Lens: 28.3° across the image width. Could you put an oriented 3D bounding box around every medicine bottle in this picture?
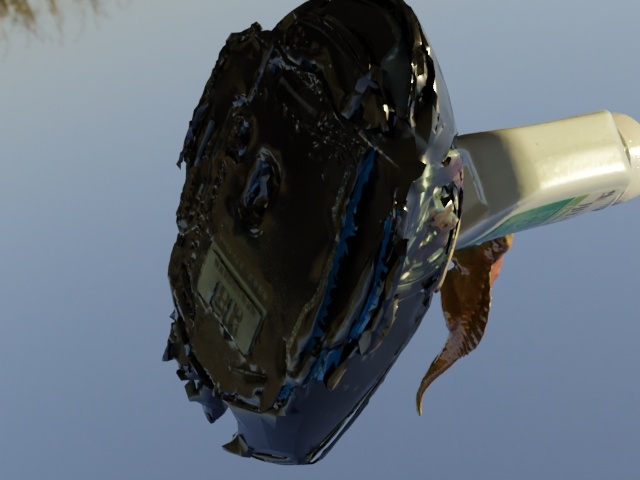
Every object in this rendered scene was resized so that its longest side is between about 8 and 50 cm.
[{"bbox_3d":[0.142,-0.043,0.845,0.183,0.069,0.119,-15,171,-39],"label":"medicine bottle"}]

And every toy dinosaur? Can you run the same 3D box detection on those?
[{"bbox_3d":[0.139,0.066,1.164,0.057,0.212,0.142,2,-178,-15],"label":"toy dinosaur"}]

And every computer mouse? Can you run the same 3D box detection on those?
[{"bbox_3d":[0.000,0.000,0.559,0.077,0.242,0.146,-3,-139,-38],"label":"computer mouse"}]
